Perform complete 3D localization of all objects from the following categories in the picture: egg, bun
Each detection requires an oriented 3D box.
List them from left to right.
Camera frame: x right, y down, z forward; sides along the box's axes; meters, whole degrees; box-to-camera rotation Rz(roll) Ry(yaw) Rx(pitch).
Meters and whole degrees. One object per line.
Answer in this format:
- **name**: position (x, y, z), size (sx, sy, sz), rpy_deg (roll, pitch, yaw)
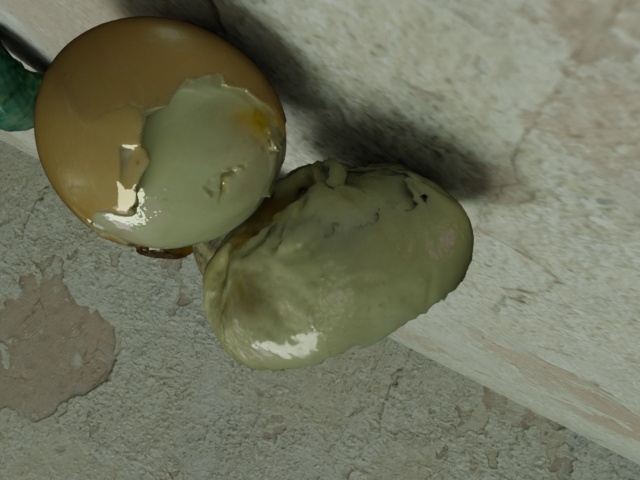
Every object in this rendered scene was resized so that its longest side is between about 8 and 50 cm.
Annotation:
- **egg**: position (-0.149, -0.099, 0.515), size (0.244, 0.201, 0.201), rpy_deg (35, 176, 33)
- **bun**: position (0.000, 0.000, 0.563), size (0.287, 0.287, 0.146), rpy_deg (8, 128, 63)

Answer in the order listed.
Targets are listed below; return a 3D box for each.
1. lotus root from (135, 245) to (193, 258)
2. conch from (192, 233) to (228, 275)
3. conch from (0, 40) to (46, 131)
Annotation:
- **lotus root**: position (-0.285, -0.045, 1.103), size (0.188, 0.180, 0.199), rpy_deg (-4, 157, 29)
- **conch**: position (-0.135, -0.046, 0.901), size (0.210, 0.158, 0.292), rpy_deg (43, -157, -85)
- **conch**: position (-0.521, -0.254, 0.895), size (0.202, 0.134, 0.196), rpy_deg (31, 168, -23)
